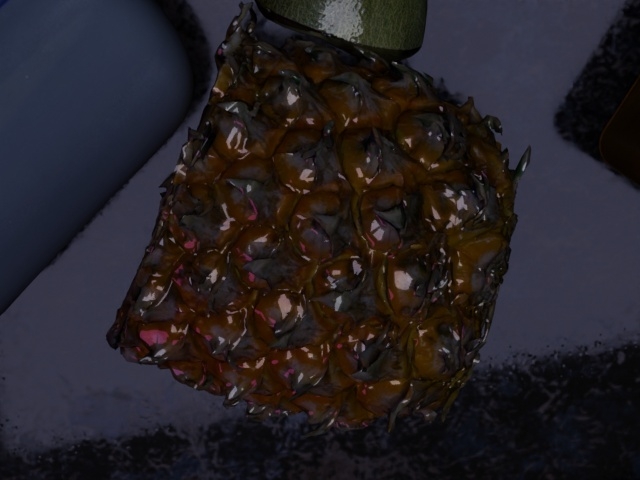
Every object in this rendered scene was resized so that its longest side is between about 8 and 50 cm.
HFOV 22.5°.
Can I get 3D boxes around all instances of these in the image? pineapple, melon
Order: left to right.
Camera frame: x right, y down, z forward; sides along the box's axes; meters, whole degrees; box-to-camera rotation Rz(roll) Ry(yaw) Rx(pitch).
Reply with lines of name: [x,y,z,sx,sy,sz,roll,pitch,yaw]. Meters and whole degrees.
pineapple: [0.001,-0.002,1.339,0.300,0.352,0.352,16,98,-3]
melon: [0.026,-0.231,1.434,0.160,0.079,0.128,16,100,-2]

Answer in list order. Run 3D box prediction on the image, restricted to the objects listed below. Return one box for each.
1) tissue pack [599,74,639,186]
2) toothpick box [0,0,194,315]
tissue pack: [0.353,-0.102,1.357,0.145,0.274,0.194,30,97,-3]
toothpick box: [-0.264,-0.119,1.342,0.263,0.263,0.354,45,76,-6]
